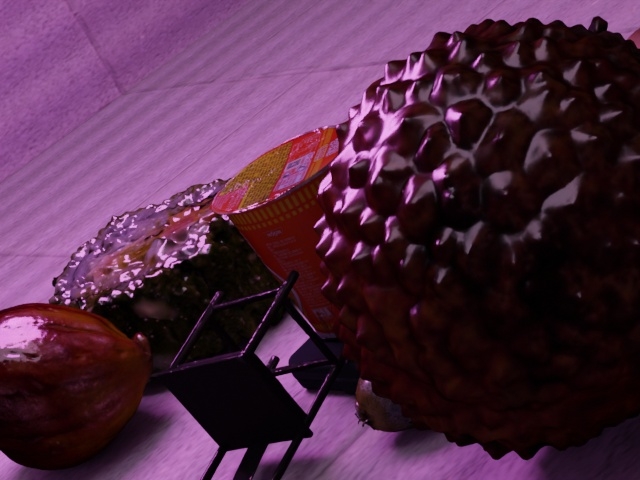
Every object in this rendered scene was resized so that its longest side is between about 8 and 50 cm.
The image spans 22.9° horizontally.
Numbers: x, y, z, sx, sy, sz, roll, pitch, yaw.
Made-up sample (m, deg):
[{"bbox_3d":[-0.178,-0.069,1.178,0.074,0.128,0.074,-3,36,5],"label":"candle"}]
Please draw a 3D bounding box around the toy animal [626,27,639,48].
[{"bbox_3d":[0.497,-0.252,2.099,0.248,0.149,0.165,-28,2,-32],"label":"toy animal"}]

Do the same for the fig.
[{"bbox_3d":[-0.355,0.186,2.059,0.263,0.224,0.224,-5,30,33],"label":"fig"}]

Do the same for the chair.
[{"bbox_3d":[-0.092,0.180,1.784,0.154,0.141,0.260,-16,32,41],"label":"chair"}]

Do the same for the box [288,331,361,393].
[{"bbox_3d":[0.081,0.119,1.885,0.230,0.050,0.160,-3,33,51],"label":"box"}]

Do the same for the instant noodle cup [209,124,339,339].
[{"bbox_3d":[0.000,0.000,1.895,0.193,0.212,0.193,-26,20,10],"label":"instant noodle cup"}]

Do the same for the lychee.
[{"bbox_3d":[0.213,-0.026,1.534,0.424,0.424,0.500,-8,42,44],"label":"lychee"}]

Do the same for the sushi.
[{"bbox_3d":[-0.211,0.063,2.230,0.352,0.178,0.294,-21,23,26],"label":"sushi"}]

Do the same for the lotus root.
[{"bbox_3d":[0.109,0.153,1.717,0.165,0.088,0.088,-26,19,-13],"label":"lotus root"}]
